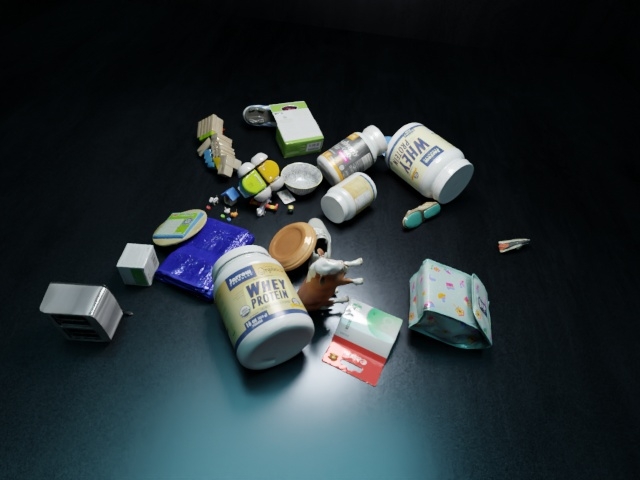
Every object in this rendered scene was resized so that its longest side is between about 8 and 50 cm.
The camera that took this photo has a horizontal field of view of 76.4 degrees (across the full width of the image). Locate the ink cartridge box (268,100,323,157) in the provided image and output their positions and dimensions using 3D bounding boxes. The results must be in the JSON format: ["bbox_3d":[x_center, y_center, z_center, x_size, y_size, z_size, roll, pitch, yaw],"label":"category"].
[{"bbox_3d":[-0.121,-0.529,1.922,0.189,0.097,0.255,-14,63,-19],"label":"ink cartridge box"}]

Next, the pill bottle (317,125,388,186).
[{"bbox_3d":[0.137,-0.359,1.733,0.279,0.162,0.162,-36,58,-7],"label":"pill bottle"}]

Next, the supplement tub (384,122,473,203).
[{"bbox_3d":[0.462,-0.331,1.749,0.236,0.235,0.325,-26,55,-27],"label":"supplement tub"}]

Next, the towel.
[{"bbox_3d":[-0.394,0.046,1.410,0.228,0.076,0.308,20,49,11],"label":"towel"}]

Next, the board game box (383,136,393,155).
[{"bbox_3d":[0.348,-0.438,1.974,0.134,0.033,0.168,4,52,-10],"label":"board game box"}]

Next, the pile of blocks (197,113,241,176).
[{"bbox_3d":[-0.447,-0.395,1.808,0.113,0.149,0.361,21,39,-52],"label":"pile of blocks"}]

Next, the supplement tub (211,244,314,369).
[{"bbox_3d":[-0.182,0.189,1.202,0.229,0.228,0.316,-18,52,-22],"label":"supplement tub"}]

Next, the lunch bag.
[{"bbox_3d":[0.429,0.210,1.307,0.263,0.160,0.223,20,44,-4],"label":"lunch bag"}]

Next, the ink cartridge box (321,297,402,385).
[{"bbox_3d":[0.131,0.304,1.254,0.181,0.056,0.224,22,47,14],"label":"ink cartridge box"}]

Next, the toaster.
[{"bbox_3d":[-0.673,0.206,1.172,0.186,0.168,0.110,4,50,-2],"label":"toaster"}]

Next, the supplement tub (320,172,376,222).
[{"bbox_3d":[0.112,-0.169,1.621,0.144,0.144,0.200,37,54,24],"label":"supplement tub"}]

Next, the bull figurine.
[{"bbox_3d":[0.023,0.126,1.243,0.189,0.310,0.101,2,57,-27],"label":"bull figurine"}]

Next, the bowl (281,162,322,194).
[{"bbox_3d":[-0.080,-0.244,1.711,0.170,0.080,0.170,3,48,-4],"label":"bowl"}]

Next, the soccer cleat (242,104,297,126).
[{"bbox_3d":[-0.217,-0.617,2.017,0.332,0.115,0.143,3,21,-16],"label":"soccer cleat"}]

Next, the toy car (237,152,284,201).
[{"bbox_3d":[-0.251,-0.243,1.617,0.182,0.136,0.159,-47,109,-34],"label":"toy car"}]

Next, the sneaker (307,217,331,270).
[{"bbox_3d":[0.000,0.000,1.469,0.100,0.120,0.262,-2,48,-9],"label":"sneaker"}]

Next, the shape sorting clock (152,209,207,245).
[{"bbox_3d":[-0.507,-0.047,1.474,0.207,0.040,0.206,-14,40,12],"label":"shape sorting clock"}]

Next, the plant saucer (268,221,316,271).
[{"bbox_3d":[-0.107,0.015,1.425,0.200,0.037,0.199,-20,47,23],"label":"plant saucer"}]

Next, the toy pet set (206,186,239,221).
[{"bbox_3d":[-0.371,-0.153,1.602,0.122,0.065,0.114,28,51,17],"label":"toy pet set"}]

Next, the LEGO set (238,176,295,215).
[{"bbox_3d":[-0.209,-0.188,1.662,0.183,0.060,0.244,-23,55,-21],"label":"LEGO set"}]

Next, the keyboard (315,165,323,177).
[{"bbox_3d":[0.070,-0.329,1.846,0.180,0.023,0.108,-22,54,-23],"label":"keyboard"}]

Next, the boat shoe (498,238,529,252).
[{"bbox_3d":[0.761,0.018,1.598,0.137,0.049,0.043,-7,91,-17],"label":"boat shoe"}]

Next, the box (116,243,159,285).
[{"bbox_3d":[-0.597,0.080,1.337,0.087,0.101,0.101,5,47,-2],"label":"box"}]

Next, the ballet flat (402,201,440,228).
[{"bbox_3d":[0.398,-0.105,1.662,0.206,0.072,0.067,-22,26,-27],"label":"ballet flat"}]
